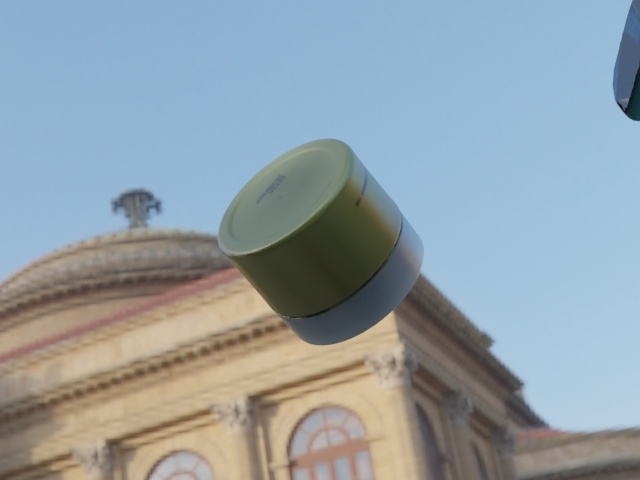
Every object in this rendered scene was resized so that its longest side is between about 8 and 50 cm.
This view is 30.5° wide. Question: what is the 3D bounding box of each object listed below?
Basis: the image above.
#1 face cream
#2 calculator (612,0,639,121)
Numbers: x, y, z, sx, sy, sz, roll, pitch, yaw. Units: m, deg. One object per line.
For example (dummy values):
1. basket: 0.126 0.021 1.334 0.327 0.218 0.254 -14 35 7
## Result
1. face cream: 0.000 0.000 1.560 0.218 0.218 0.179 -25 -58 26
2. calculator: 0.373 -0.200 0.903 0.248 0.058 0.274 4 -60 -9
